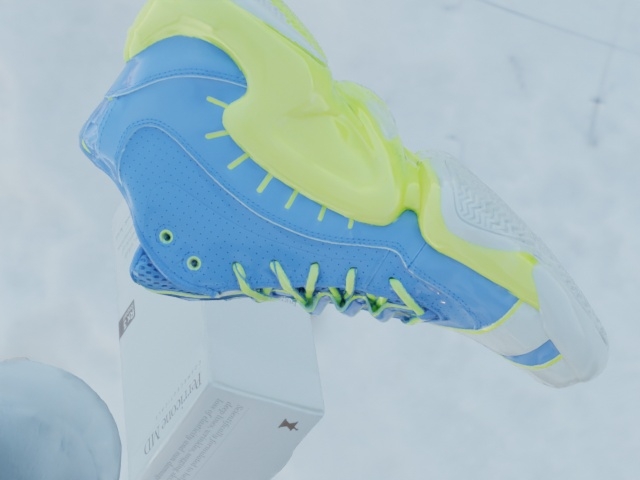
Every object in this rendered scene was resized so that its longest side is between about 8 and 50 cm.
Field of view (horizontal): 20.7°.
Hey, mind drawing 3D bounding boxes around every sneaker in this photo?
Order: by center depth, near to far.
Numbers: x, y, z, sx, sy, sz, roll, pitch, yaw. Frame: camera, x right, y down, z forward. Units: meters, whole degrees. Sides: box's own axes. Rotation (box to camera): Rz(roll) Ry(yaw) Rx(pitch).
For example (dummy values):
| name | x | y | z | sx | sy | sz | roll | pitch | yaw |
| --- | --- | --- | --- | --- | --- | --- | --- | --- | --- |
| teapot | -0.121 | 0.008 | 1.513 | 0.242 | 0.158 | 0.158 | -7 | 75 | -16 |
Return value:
| name | x | y | z | sx | sy | sz | roll | pitch | yaw |
| --- | --- | --- | --- | --- | --- | --- | --- | --- | --- |
| sneaker | 0.000 | 0.000 | 0.721 | 0.240 | 0.091 | 0.126 | 43 | 96 | 9 |

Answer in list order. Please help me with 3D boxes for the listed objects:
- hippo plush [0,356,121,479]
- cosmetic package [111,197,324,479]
| name | x | y | z | sx | sy | sz | roll | pitch | yaw |
| --- | --- | --- | --- | --- | --- | --- | --- | --- | --- |
| hippo plush | -0.190 | 0.192 | 0.902 | 0.294 | 0.236 | 0.234 | -40 | 95 | 19 |
| cosmetic package | -0.071 | 0.044 | 1.120 | 0.117 | 0.085 | 0.231 | -53 | 32 | 36 |
